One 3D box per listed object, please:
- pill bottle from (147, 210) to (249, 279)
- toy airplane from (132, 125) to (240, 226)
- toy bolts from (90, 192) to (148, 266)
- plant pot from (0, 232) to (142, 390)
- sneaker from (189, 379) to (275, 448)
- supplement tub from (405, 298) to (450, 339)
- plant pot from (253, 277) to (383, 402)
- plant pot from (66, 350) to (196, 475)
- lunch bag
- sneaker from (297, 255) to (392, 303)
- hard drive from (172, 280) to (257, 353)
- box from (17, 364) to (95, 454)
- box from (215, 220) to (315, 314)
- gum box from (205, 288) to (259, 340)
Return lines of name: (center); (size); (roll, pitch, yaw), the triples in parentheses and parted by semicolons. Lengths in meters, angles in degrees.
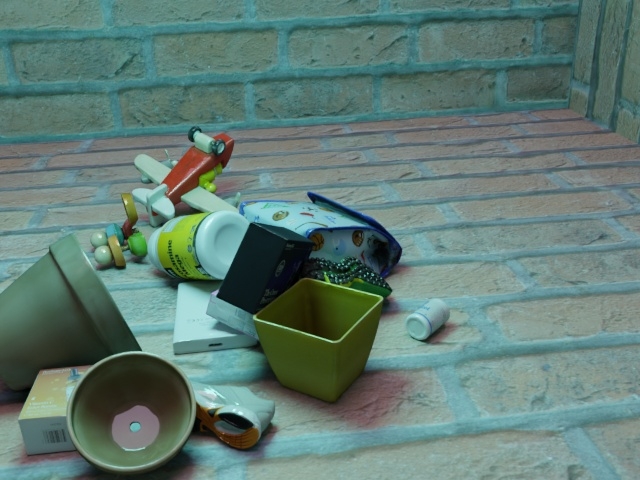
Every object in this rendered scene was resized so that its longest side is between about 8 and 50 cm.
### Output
pill bottle: (-0.348, 0.019, 1.932); (0.188, 0.187, 0.334); (-25, 13, -40)
toy airplane: (-0.476, -0.189, 2.447); (0.385, 0.272, 0.385); (-12, 61, 3)
toy bolts: (-0.652, -0.030, 2.148); (0.159, 0.218, 0.228); (-17, 10, -17)
plant pot: (-0.611, 0.186, 1.553); (0.281, 0.323, 0.323); (-30, 33, -19)
sneaker: (-0.214, 0.339, 1.408); (0.263, 0.099, 0.121); (18, 22, 23)
supplement tub: (0.266, 0.195, 1.694); (0.071, 0.070, 0.107); (17, 30, 36)
plant pot: (0.001, 0.227, 1.504); (0.212, 0.187, 0.212); (12, 29, 29)
plant pot: (-0.361, 0.344, 1.317); (0.238, 0.109, 0.237); (6, 53, -8)
lunch bag: (0.000, 0.000, 1.973); (0.386, 0.238, 0.328); (-3, 19, -41)
sneaker: (0.051, 0.128, 1.755); (0.344, 0.146, 0.134); (5, 31, -47)
hard drive: (-0.277, 0.189, 1.790); (0.203, 0.040, 0.307); (-5, 24, -7)
box: (-0.526, 0.345, 1.403); (0.130, 0.090, 0.170); (-5, 25, -6)
box: (-0.118, 0.062, 1.572); (0.103, 0.184, 0.261); (23, 4, 12)
gum box: (-0.171, 0.178, 1.679); (0.189, 0.062, 0.107); (25, 22, 15)
